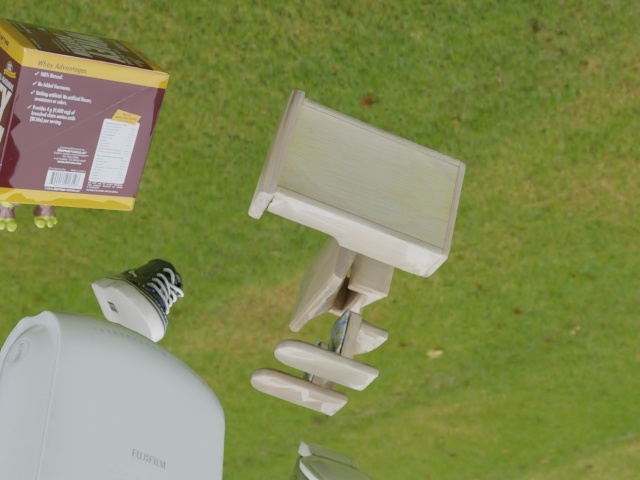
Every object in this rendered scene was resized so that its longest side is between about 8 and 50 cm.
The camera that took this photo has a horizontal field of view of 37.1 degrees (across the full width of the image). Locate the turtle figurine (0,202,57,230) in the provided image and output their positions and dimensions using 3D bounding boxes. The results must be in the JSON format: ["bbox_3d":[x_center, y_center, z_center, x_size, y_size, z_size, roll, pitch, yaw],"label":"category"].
[{"bbox_3d":[-0.469,-0.114,1.533,0.269,0.087,0.217,-19,149,-45],"label":"turtle figurine"}]

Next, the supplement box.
[{"bbox_3d":[-0.325,-0.157,1.209,0.191,0.129,0.194,3,115,-38],"label":"supplement box"}]

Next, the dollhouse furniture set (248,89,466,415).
[{"bbox_3d":[0.000,0.000,1.388,0.257,0.362,0.394,21,149,-10],"label":"dollhouse furniture set"}]

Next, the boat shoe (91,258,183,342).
[{"bbox_3d":[-0.335,0.104,1.895,0.158,0.340,0.127,-27,110,-23],"label":"boat shoe"}]

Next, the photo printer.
[{"bbox_3d":[-0.199,0.228,0.888,0.107,0.307,0.256,-19,143,29],"label":"photo printer"}]

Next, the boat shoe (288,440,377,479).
[{"bbox_3d":[0.008,0.347,1.322,0.109,0.091,0.305,19,174,-3],"label":"boat shoe"}]
